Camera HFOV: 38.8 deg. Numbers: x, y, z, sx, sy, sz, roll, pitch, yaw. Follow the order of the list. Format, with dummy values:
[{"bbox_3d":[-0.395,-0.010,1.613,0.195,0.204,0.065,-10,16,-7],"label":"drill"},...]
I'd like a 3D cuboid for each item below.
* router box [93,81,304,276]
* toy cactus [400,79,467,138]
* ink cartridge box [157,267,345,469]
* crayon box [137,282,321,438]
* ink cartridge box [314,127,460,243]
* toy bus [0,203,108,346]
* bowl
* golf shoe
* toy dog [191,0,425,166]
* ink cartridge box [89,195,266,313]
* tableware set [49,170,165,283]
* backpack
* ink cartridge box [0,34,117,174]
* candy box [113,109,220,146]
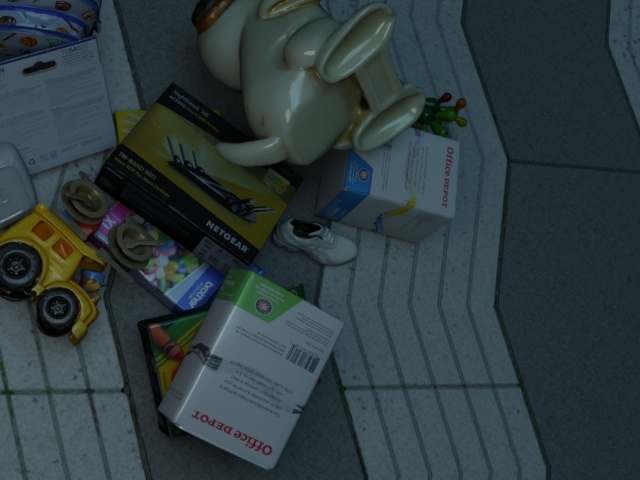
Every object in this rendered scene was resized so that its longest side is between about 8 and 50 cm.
[{"bbox_3d":[-0.213,-0.109,1.653,0.309,0.081,0.243,35,50,-9],"label":"router box"},{"bbox_3d":[0.204,-0.283,1.913,0.219,0.112,0.180,-27,65,-36],"label":"toy cactus"},{"bbox_3d":[-0.115,0.210,1.512,0.198,0.115,0.272,31,79,-22],"label":"ink cartridge box"},{"bbox_3d":[-0.142,0.204,1.608,0.319,0.081,0.202,-14,97,-24],"label":"crayon box"},{"bbox_3d":[0.134,-0.119,1.799,0.233,0.168,0.171,15,68,-16],"label":"ink cartridge box"},{"bbox_3d":[-0.432,0.040,1.535,0.220,0.149,0.211,44,67,-4],"label":"toy bus"},{"bbox_3d":[-0.555,-0.081,1.545,0.142,0.053,0.142,-29,125,-25],"label":"bowl"},{"bbox_3d":[0.000,0.000,1.757,0.176,0.086,0.069,13,67,-19],"label":"golf shoe"},{"bbox_3d":[-0.065,-0.317,1.676,0.395,0.284,0.408,-45,50,0],"label":"toy dog"},{"bbox_3d":[-0.262,0.015,1.667,0.311,0.065,0.185,42,64,-6],"label":"ink cartridge box"},{"bbox_3d":[-0.353,-0.032,1.535,0.194,0.039,0.128,46,32,-18],"label":"tableware set"},{"bbox_3d":[-0.507,-0.422,1.597,0.277,0.263,0.213,-2,74,-23],"label":"backpack"},{"bbox_3d":[-0.480,-0.234,1.589,0.223,0.224,0.045,-23,41,-26],"label":"ink cartridge box"},{"bbox_3d":[-0.288,-0.199,1.742,0.206,0.027,0.105,-4,73,-22],"label":"candy box"}]
